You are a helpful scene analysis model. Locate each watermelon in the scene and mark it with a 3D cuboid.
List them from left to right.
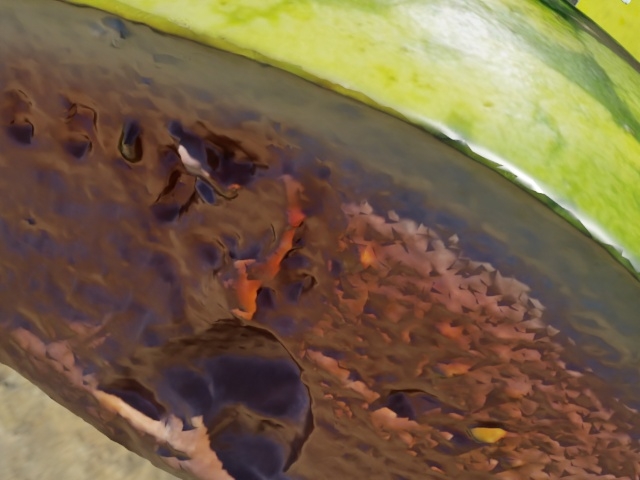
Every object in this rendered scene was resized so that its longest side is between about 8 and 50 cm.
[{"bbox_3d":[0.012,-0.023,0.485,0.303,0.128,0.159,29,140,-2],"label":"watermelon"}]

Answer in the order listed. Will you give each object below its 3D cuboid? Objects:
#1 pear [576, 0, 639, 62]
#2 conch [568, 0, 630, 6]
[{"bbox_3d":[0.052,-0.112,0.797,0.307,0.253,0.253,32,99,-7],"label":"pear"},{"bbox_3d":[0.073,-0.110,0.552,0.056,0.076,0.085,41,61,-28],"label":"conch"}]
